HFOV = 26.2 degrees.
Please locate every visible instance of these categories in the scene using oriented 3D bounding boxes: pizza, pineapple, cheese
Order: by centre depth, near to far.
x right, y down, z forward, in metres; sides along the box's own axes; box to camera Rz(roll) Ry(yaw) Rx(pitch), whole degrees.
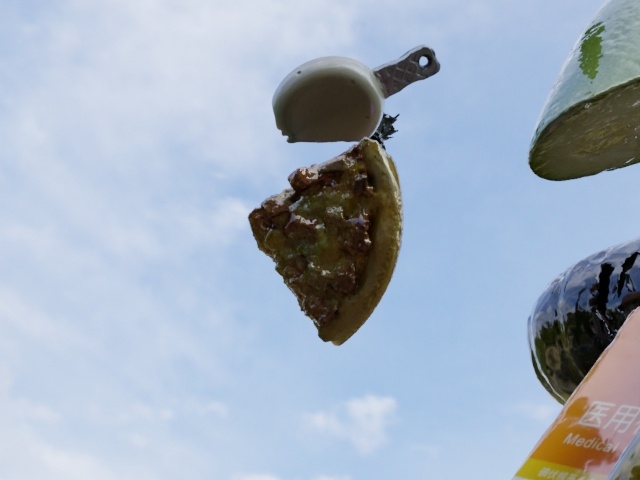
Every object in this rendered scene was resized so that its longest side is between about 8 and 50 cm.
[{"bbox_3d":[0.000,0.000,1.120,0.134,0.175,0.046,6,8,19],"label":"pizza"},{"bbox_3d":[0.037,-0.141,1.368,0.171,0.047,0.092,-8,-66,-3],"label":"cheese"},{"bbox_3d":[0.063,-0.125,1.822,0.058,0.124,0.058,16,-36,12],"label":"pineapple"}]

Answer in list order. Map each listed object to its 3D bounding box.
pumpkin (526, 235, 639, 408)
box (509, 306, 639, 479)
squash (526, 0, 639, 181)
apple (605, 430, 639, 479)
[{"bbox_3d":[0.391,0.106,1.608,0.320,0.192,0.320,-13,-19,-5],"label":"pumpkin"},{"bbox_3d":[0.226,0.202,0.875,0.143,0.341,0.225,47,-21,-18],"label":"box"},{"bbox_3d":[0.291,-0.110,1.206,0.189,0.260,0.189,11,-52,15],"label":"squash"},{"bbox_3d":[0.118,0.082,0.349,0.102,0.099,0.114,17,-45,5],"label":"apple"}]
